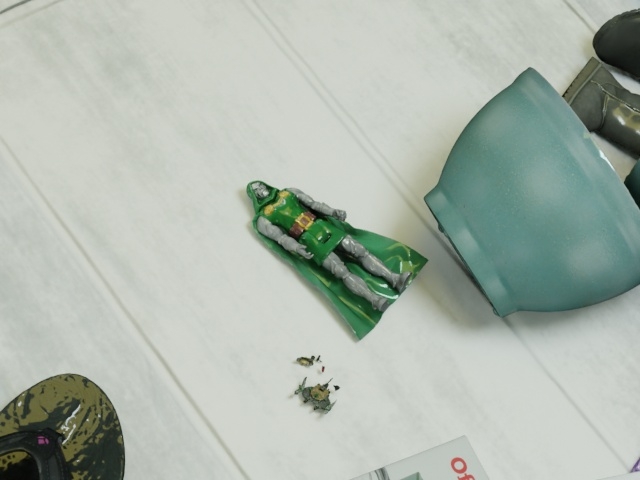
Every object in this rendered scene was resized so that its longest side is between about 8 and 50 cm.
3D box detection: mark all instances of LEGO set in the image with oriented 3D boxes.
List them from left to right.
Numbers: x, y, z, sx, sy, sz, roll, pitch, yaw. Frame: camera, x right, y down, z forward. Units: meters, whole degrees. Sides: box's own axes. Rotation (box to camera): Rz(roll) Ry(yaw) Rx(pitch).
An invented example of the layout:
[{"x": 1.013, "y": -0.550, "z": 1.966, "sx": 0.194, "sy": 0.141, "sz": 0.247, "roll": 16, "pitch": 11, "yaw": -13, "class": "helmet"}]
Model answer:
[{"x": -0.005, "y": 0.172, "z": 1.810, "sx": 0.054, "sy": 0.023, "sz": 0.083, "roll": 10, "pitch": 46, "yaw": -8, "class": "LEGO set"}]

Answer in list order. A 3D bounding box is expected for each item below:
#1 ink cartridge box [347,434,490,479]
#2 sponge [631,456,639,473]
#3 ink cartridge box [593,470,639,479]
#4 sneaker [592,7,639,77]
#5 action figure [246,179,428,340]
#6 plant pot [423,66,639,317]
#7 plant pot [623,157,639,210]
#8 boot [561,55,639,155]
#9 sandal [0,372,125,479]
[{"x": 0.068, "y": 0.360, "z": 1.654, "sx": 0.289, "sy": 0.121, "sz": 0.211, "roll": -19, "pitch": 65, "yaw": -20, "class": "ink cartridge box"}, {"x": 0.469, "y": 0.234, "z": 1.857, "sx": 0.117, "sy": 0.031, "sz": 0.210, "roll": 35, "pitch": 60, "yaw": 10, "class": "sponge"}, {"x": 0.410, "y": 0.355, "z": 1.657, "sx": 0.270, "sy": 0.198, "sz": 0.197, "roll": -10, "pitch": 62, "yaw": -7, "class": "ink cartridge box"}, {"x": 0.527, "y": -0.220, "z": 2.074, "sx": 0.330, "sy": 0.122, "sz": 0.146, "roll": 9, "pitch": 58, "yaw": -5, "class": "sneaker"}, {"x": 0.000, "y": 0.000, "z": 1.886, "sx": 0.232, "sy": 0.063, "sz": 0.137, "roll": 36, "pitch": 63, "yaw": 14, "class": "action figure"}, {"x": 0.246, "y": -0.030, "z": 1.844, "sx": 0.196, "sy": 0.293, "sz": 0.293, "roll": -33, "pitch": 69, "yaw": 2, "class": "plant pot"}, {"x": 0.564, "y": -0.037, "z": 1.845, "sx": 0.341, "sy": 0.341, "sz": 0.334, "roll": -37, "pitch": 74, "yaw": -26, "class": "plant pot"}, {"x": 0.405, "y": -0.133, "z": 2.039, "sx": 0.208, "sy": 0.076, "sz": 0.190, "roll": 38, "pitch": 63, "yaw": 3, "class": "boot"}, {"x": -0.342, "y": 0.318, "z": 1.607, "sx": 0.167, "sy": 0.107, "sz": 0.446, "roll": 29, "pitch": 59, "yaw": 6, "class": "sandal"}]
